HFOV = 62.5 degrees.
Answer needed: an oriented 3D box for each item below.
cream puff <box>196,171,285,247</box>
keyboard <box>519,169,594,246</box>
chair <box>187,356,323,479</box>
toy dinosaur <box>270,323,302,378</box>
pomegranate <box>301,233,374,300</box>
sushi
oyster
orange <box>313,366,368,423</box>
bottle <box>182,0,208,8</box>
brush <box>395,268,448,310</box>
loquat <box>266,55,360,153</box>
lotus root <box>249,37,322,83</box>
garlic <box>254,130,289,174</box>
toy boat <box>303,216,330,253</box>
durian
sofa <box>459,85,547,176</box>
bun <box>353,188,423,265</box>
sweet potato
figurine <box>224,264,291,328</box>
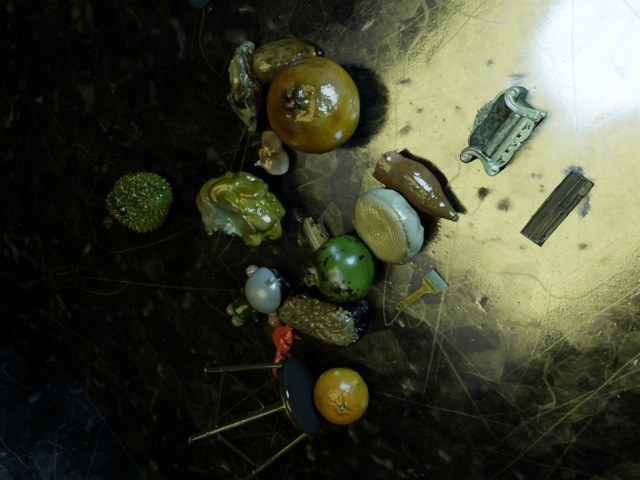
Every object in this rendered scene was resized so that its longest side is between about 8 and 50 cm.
[{"bbox_3d":[-0.289,-0.146,2.013,0.323,0.270,0.274,19,129,14],"label":"cream puff"},{"bbox_3d":[0.728,-0.098,1.637,0.087,0.017,0.250,38,117,13],"label":"keyboard"},{"bbox_3d":[-0.229,0.680,2.119,0.410,0.364,0.362,-25,122,17],"label":"chair"},{"bbox_3d":[-0.181,0.445,2.234,0.139,0.070,0.286,40,121,25],"label":"toy dinosaur"},{"bbox_3d":[0.069,0.108,1.893,0.271,0.254,0.254,-18,95,-14],"label":"pomegranate"},{"bbox_3d":[0.016,0.282,2.020,0.350,0.171,0.210,15,111,25],"label":"sushi"},{"bbox_3d":[-0.277,-0.580,1.977,0.238,0.115,0.351,166,101,-68],"label":"oyster"},{"bbox_3d":[0.079,0.607,2.062,0.219,0.193,0.219,-1,86,21],"label":"orange"},{"bbox_3d":[-0.520,-0.995,1.993,0.143,0.156,0.271,-42,77,11],"label":"bottle"},{"bbox_3d":[0.356,0.193,1.910,0.218,0.010,0.082,-43,82,30],"label":"brush"},{"bbox_3d":[-0.025,-0.450,1.777,0.329,0.328,0.328,7,106,26],"label":"loquat"},{"bbox_3d":[-0.122,-0.637,1.868,0.260,0.128,0.145,-16,74,-4],"label":"lotus root"},{"bbox_3d":[-0.189,-0.333,2.020,0.124,0.099,0.174,-13,96,15],"label":"garlic"},{"bbox_3d":[0.000,0.000,2.024,0.077,0.057,0.200,-25,90,24],"label":"toy boat"},{"bbox_3d":[-0.785,-0.163,2.313,0.291,0.224,0.291,0,78,1],"label":"durian"},{"bbox_3d":[0.528,-0.337,1.580,0.182,0.200,0.258,39,119,12],"label":"sofa"},{"bbox_3d":[0.243,-0.061,1.820,0.287,0.146,0.287,35,144,31],"label":"bun"},{"bbox_3d":[0.333,-0.181,1.765,0.337,0.131,0.131,36,116,16],"label":"sweet potato"},{"bbox_3d":[-0.263,0.237,2.163,0.370,0.167,0.281,-39,69,35],"label":"figurine"}]
